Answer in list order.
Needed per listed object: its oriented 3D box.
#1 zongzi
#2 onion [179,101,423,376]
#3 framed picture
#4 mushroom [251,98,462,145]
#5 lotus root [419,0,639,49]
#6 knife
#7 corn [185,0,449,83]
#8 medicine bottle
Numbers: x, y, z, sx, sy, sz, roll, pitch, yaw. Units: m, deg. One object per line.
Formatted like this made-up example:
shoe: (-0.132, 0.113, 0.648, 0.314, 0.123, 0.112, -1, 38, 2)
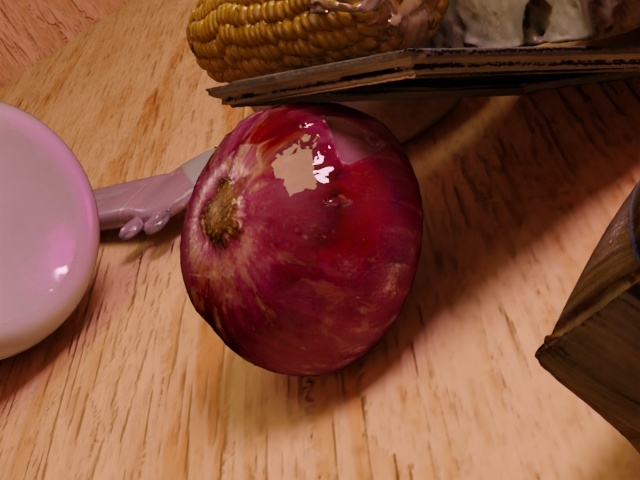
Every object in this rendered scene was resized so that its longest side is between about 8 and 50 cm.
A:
zongzi: (0.211, -0.037, 0.523, 0.221, 0.112, 0.242, -49, -7, -37)
onion: (-0.009, -0.001, 0.811, 0.177, 0.153, 0.177, -57, 15, 24)
framed picture: (0.105, -0.108, 0.840, 0.293, 0.018, 0.231, -6, 4, -33)
mushroom: (0.036, -0.175, 1.092, 0.226, 0.178, 0.227, -9, 67, 21)
lotus root: (0.190, -0.221, 0.880, 0.260, 0.149, 0.267, -20, 14, -25)
knife: (-0.221, -0.033, 1.351, 0.132, 0.038, 0.398, -46, 22, -28)
corn: (-0.012, -0.158, 0.897, 0.106, 0.106, 0.293, -45, 18, -23)
medicine bottle: (-0.367, 0.008, 1.208, 0.241, 0.241, 0.302, -48, 15, -29)
